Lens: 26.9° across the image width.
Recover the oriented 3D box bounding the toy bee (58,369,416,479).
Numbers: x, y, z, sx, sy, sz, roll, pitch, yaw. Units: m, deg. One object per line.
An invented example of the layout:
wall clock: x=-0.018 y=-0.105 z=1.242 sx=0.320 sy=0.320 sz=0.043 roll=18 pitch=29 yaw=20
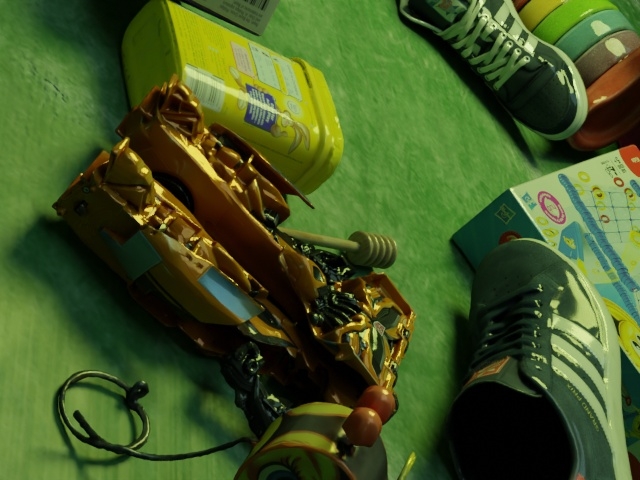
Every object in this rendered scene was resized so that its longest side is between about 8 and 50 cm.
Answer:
toy bee: x=0.002 y=0.168 z=0.776 sx=0.298 sy=0.162 sz=0.195 roll=36 pitch=33 yaw=-23

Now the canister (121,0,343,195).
canister: x=-0.073 y=-0.118 z=1.096 sx=0.170 sy=0.073 sz=0.126 roll=22 pitch=39 yaw=-39

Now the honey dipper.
honey dipper: x=0.000 y=0.000 z=1.109 sx=0.160 sy=0.030 sz=0.030 roll=11 pitch=47 yaw=-43

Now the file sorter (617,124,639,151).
file sorter: x=0.526 y=-0.176 z=1.715 sx=0.182 sy=0.291 sz=0.202 roll=6 pitch=42 yaw=-7

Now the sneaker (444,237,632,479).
sneaker: x=0.161 y=0.114 z=1.087 sx=0.148 sy=0.131 sz=0.350 roll=34 pitch=32 yaw=-34

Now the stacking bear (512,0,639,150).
stacking bear: x=0.298 y=-0.267 z=1.706 sx=0.289 sy=0.175 sz=0.164 roll=52 pitch=2 yaw=23

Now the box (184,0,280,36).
box: x=-0.114 y=-0.239 z=1.121 sx=0.126 sy=0.072 sz=0.137 roll=21 pitch=8 yaw=-41

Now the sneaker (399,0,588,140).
sneaker: x=0.195 y=-0.237 z=1.577 sx=0.153 sy=0.099 sz=0.282 roll=7 pitch=46 yaw=-54

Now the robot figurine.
robot figurine: x=-0.042 y=0.027 z=0.954 sx=0.291 sy=0.085 sz=0.211 roll=43 pitch=34 yaw=-13

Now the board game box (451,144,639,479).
board game box: x=0.321 y=0.065 z=1.376 sx=0.308 sy=0.086 sz=0.302 roll=-20 pitch=72 yaw=-52
